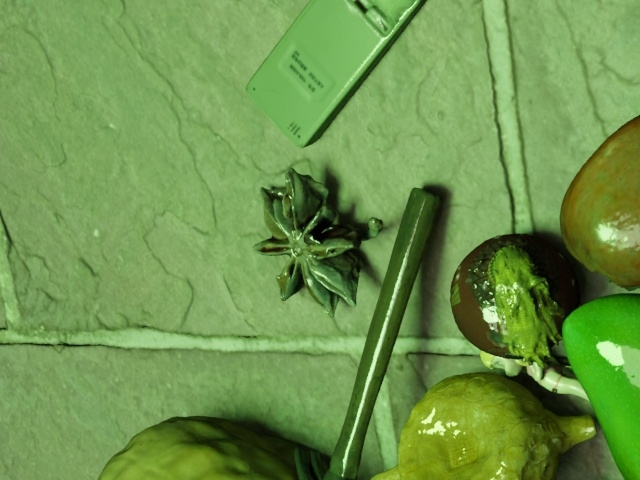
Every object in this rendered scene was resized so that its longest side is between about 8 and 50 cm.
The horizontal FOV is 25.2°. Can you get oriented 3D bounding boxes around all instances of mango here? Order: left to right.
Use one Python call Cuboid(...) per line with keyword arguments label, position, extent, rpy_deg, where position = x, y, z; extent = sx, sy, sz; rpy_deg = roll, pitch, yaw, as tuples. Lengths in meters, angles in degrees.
Cuboid(label="mango", position=(0.414, 0.204, 1.582), extent=(0.382, 0.201, 0.225), rpy_deg=(44, 154, -9))

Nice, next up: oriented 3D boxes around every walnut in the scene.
Cuboid(label="walnut", position=(-0.145, 0.415, 1.968), extent=(0.384, 0.383, 0.383), rpy_deg=(11, 111, 31))

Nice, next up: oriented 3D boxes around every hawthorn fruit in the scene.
Cuboid(label="hawthorn fruit", position=(0.379, -0.060, 1.562), extent=(0.199, 0.199, 0.251), rpy_deg=(33, 107, 22))

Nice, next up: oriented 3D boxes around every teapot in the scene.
Cuboid(label="teapot", position=(0.204, 0.280, 1.807), extent=(0.311, 0.167, 0.203), rpy_deg=(-28, 55, 30))

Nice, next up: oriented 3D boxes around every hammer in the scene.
Cuboid(label="hammer", position=(0.076, 0.148, 1.827), extent=(0.168, 0.044, 0.440), rpy_deg=(23, 98, 52))

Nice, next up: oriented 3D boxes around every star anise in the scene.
Cuboid(label="star anise", position=(0.001, 0.000, 1.893), extent=(0.231, 0.089, 0.209), rpy_deg=(15, 125, 36))

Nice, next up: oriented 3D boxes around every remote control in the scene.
Cuboid(label="remote control", position=(0.019, -0.253, 1.836), extent=(0.123, 0.038, 0.285), rpy_deg=(46, 123, 12))

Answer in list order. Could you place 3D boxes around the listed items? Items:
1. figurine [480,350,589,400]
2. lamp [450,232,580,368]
Cuboid(label="figurine", position=(0.273, 0.146, 1.770), extent=(0.187, 0.083, 0.083), rpy_deg=(29, 119, 31))
Cuboid(label="lamp", position=(0.231, 0.060, 1.712), extent=(0.157, 0.156, 0.135), rpy_deg=(16, 156, 28))
